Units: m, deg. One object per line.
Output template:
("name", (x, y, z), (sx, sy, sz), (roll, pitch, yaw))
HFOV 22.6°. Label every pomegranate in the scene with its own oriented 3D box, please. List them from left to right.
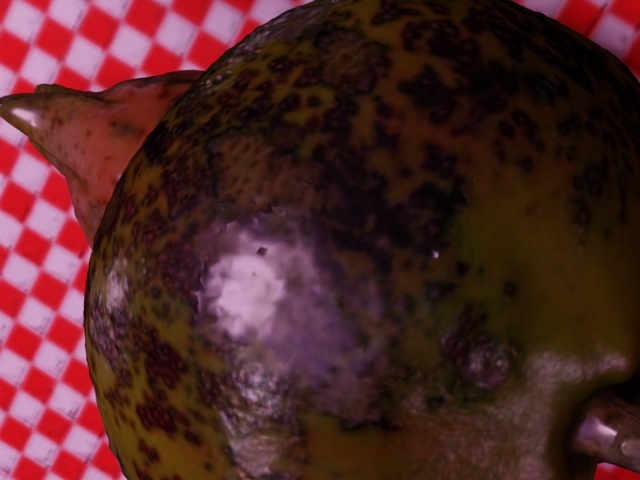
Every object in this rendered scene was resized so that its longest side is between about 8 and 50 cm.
("pomegranate", (0.000, 0.016, 0.599), (0.276, 0.222, 0.204), (-7, 104, 48))
